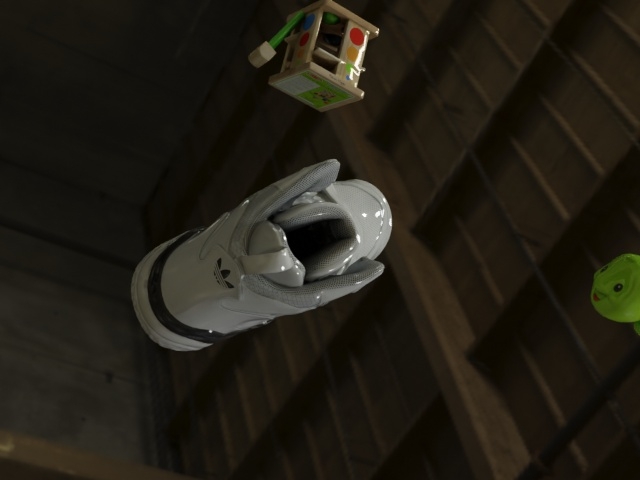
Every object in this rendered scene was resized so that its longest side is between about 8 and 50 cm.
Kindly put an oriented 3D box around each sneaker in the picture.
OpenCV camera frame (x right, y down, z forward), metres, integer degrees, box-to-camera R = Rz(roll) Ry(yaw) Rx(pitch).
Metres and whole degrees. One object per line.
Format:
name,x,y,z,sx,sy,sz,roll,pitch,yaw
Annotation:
sneaker,0.000,0.000,1.094,0.210,0.365,0.137,-22,-89,44

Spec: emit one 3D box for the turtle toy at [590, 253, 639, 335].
turtle toy,0.237,0.029,0.692,0.095,0.130,0.066,-112,-172,-57

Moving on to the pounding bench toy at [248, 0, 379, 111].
pounding bench toy,-0.008,-0.144,0.786,0.052,0.083,0.065,-9,-118,53
